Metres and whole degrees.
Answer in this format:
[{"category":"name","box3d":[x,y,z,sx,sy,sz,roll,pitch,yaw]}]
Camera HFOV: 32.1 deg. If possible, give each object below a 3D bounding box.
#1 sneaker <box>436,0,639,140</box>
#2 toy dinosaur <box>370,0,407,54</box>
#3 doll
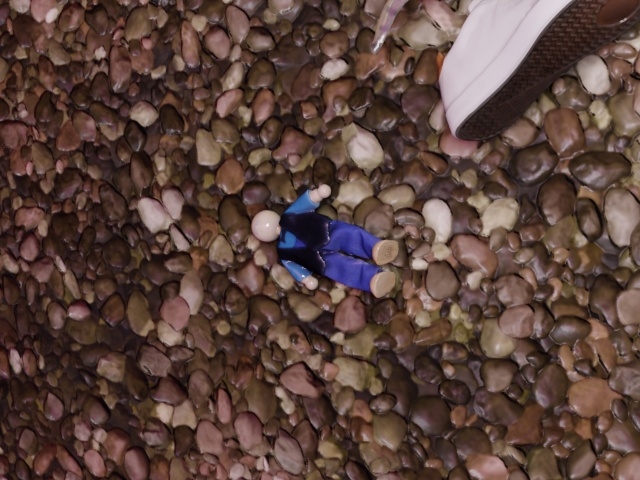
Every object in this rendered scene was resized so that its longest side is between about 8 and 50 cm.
[{"category":"sneaker","box3d":[0.205,-0.223,1.058,0.290,0.106,0.123,-40,55,41]},{"category":"toy dinosaur","box3d":[0.148,-0.297,1.109,0.268,0.064,0.118,-29,48,15]},{"category":"doll","box3d":[0.000,0.000,1.258,0.189,0.046,0.129,18,114,35]}]
